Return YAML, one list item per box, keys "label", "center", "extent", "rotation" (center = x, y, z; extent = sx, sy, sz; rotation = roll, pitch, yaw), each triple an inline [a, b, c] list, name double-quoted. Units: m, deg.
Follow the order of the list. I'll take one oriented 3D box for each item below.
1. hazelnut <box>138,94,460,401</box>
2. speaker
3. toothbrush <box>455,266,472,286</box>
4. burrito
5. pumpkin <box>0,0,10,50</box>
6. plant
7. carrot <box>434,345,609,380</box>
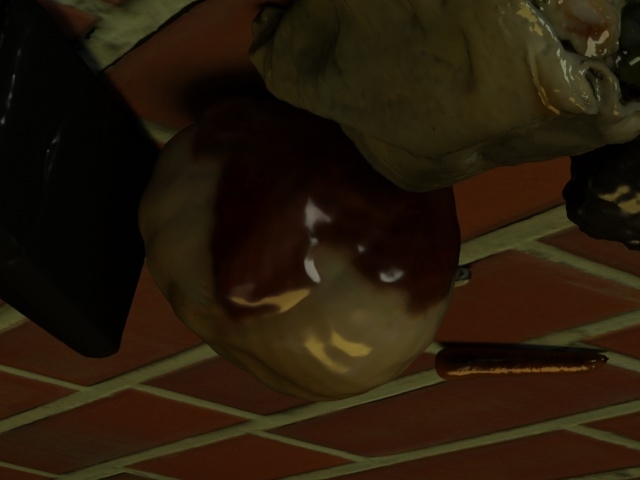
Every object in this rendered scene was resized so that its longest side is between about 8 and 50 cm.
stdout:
- label: "hazelnut"
  center: [0.000, 0.000, 1.380]
  extent: [0.261, 0.241, 0.261]
  rotation: [32, 157, 16]
- label: "speaker"
  center: [-0.266, -0.059, 1.359]
  extent: [0.184, 0.180, 0.388]
  rotation: [9, 161, 16]
- label: "toothbrush"
  center: [0.078, 0.050, 1.762]
  extent: [0.022, 0.017, 0.204]
  rotation: [31, 153, -27]
- label: "burrito"
  center: [0.086, -0.106, 1.139]
  extent: [0.190, 0.135, 0.332]
  rotation: [9, 166, -27]
- label: "pumpkin"
  center: [-0.301, -0.153, 1.101]
  extent: [0.220, 0.162, 0.220]
  rotation: [15, 169, 3]
- label: "plant"
  center: [0.275, -0.040, 1.250]
  extent: [0.194, 0.132, 0.129]
  rotation: [14, 163, -4]
- label: "carrot"
  center: [0.214, 0.132, 1.918]
  extent: [0.190, 0.037, 0.037]
  rotation: [-1, 159, 20]
